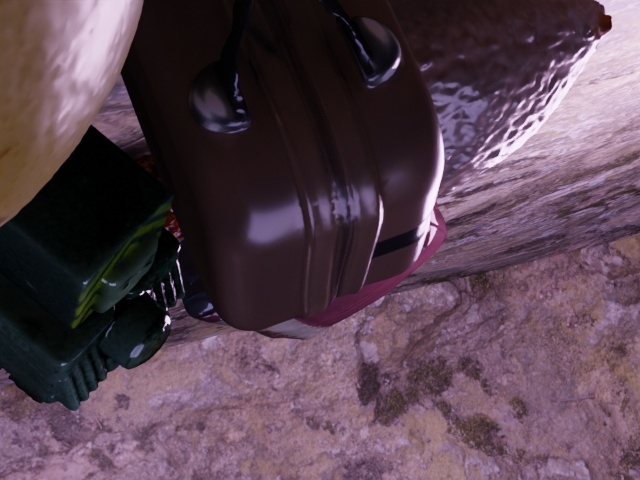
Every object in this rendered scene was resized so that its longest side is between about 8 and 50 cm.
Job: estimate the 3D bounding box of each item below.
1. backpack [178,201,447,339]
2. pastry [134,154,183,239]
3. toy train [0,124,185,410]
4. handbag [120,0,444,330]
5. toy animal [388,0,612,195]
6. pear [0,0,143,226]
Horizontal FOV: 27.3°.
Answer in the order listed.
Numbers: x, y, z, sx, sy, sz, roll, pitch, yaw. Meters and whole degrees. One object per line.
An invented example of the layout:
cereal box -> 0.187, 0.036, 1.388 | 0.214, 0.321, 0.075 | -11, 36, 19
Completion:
backpack -> 0.000, 0.000, 1.679 | 0.317, 0.197, 0.283 | -27, 165, 22
pastry -> -0.190, -0.040, 1.427 | 0.208, 0.097, 0.115 | -25, 174, 36
toy train -> -0.223, -0.048, 0.816 | 0.138, 0.330, 0.178 | -48, 175, -29
handbag -> -0.041, -0.120, 0.763 | 0.149, 0.302, 0.283 | -19, 163, -8
toy animal -> 0.081, -0.133, 1.162 | 0.358, 0.188, 0.226 | -23, 173, 24
pear -> -0.210, -0.124, 0.473 | 0.309, 0.309, 0.309 | -17, 169, -3
